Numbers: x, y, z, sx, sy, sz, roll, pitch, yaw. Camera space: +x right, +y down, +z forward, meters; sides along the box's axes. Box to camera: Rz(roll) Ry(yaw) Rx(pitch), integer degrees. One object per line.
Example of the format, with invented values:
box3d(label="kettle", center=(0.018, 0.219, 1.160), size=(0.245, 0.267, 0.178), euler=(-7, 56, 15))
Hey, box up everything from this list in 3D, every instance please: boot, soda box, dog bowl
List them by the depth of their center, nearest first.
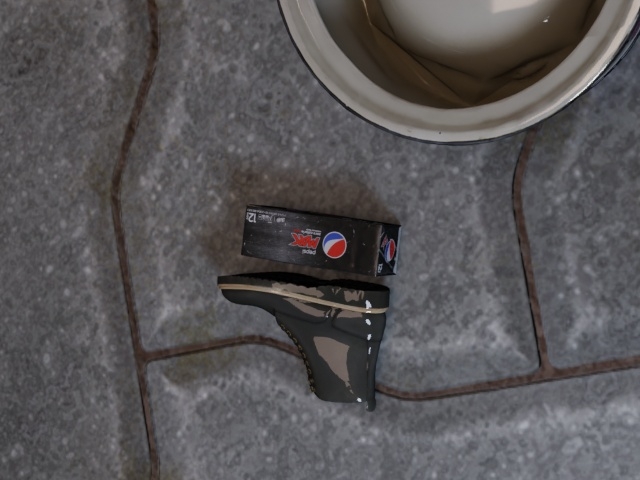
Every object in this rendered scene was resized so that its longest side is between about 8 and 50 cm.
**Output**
box3d(label="dog bowl", center=(0.163, -0.297, 1.724), size=(0.408, 0.150, 0.408), euler=(1, 91, 27))
box3d(label="soda box", center=(0.000, 0.000, 1.862), size=(0.169, 0.053, 0.060), euler=(9, 95, 27))
box3d(label="boot", center=(-0.025, 0.108, 1.868), size=(0.198, 0.077, 0.137), euler=(8, 99, 28))
